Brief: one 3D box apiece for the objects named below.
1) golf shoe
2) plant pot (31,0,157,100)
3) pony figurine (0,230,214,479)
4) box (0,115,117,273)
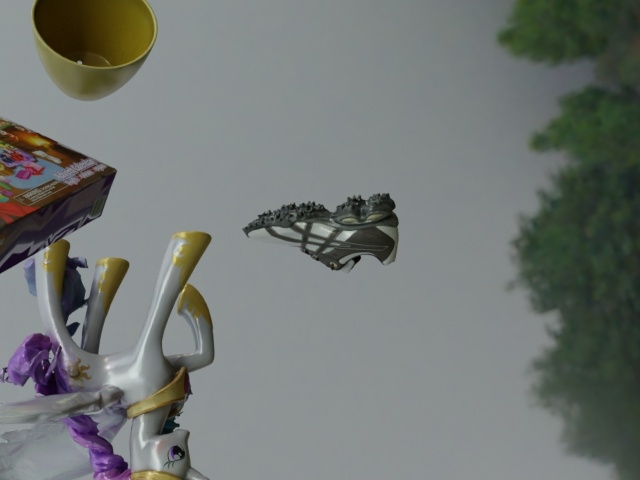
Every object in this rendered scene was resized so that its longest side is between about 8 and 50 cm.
[{"bbox_3d":[0.000,0.000,1.832,0.077,0.198,0.094,-39,-59,-60],"label":"golf shoe"},{"bbox_3d":[-0.251,-0.208,1.656,0.095,0.134,0.134,114,149,-53],"label":"plant pot"},{"bbox_3d":[-0.287,0.180,1.897,0.303,0.351,0.363,80,-172,-68],"label":"pony figurine"},{"bbox_3d":[-0.328,-0.057,1.378,0.293,0.201,0.057,-47,-20,-73],"label":"box"}]
